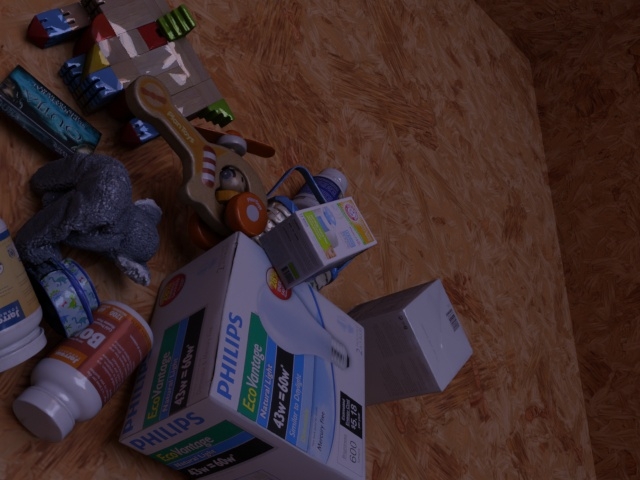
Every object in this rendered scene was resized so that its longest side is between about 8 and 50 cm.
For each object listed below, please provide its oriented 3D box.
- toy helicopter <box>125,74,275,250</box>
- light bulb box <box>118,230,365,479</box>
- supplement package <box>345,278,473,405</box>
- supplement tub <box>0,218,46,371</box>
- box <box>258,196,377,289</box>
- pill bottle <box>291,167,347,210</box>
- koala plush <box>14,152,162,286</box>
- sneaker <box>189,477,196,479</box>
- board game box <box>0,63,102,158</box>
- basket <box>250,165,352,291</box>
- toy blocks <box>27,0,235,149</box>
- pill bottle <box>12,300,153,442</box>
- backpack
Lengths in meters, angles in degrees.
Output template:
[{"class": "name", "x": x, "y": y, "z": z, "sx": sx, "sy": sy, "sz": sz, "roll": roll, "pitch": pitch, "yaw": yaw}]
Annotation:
[{"class": "toy helicopter", "x": -0.218, "y": -0.168, "z": 1.229, "sx": 0.355, "sy": 0.140, "sz": 0.235, "roll": 51, "pitch": 43, "yaw": -26}, {"class": "light bulb box", "x": -0.115, "y": 0.245, "z": 1.183, "sx": 0.361, "sy": 0.225, "sz": 0.358, "roll": 40, "pitch": 34, "yaw": -31}, {"class": "supplement package", "x": 0.172, "y": 0.242, "z": 1.529, "sx": 0.198, "sy": 0.262, "sz": 0.199, "roll": -30, "pitch": 95, "yaw": -52}, {"class": "supplement tub", "x": -0.485, "y": 0.079, "z": 0.925, "sx": 0.144, "sy": 0.144, "sz": 0.200, "roll": -36, "pitch": 114, "yaw": -51}, {"class": "box", "x": 0.000, "y": 0.000, "z": 1.242, "sx": 0.203, "sy": 0.103, "sz": 0.114, "roll": -19, "pitch": 78, "yaw": -55}, {"class": "pill bottle", "x": -0.004, "y": -0.098, "z": 1.614, "sx": 0.112, "sy": 0.112, "sz": 0.187, "roll": 53, "pitch": 41, "yaw": -18}, {"class": "koala plush", "x": -0.359, "y": -0.026, "z": 1.122, "sx": 0.221, "sy": 0.203, "sz": 0.196, "roll": 46, "pitch": 34, "yaw": -47}, {"class": "sneaker", "x": -0.189, "y": 0.495, "z": 1.143, "sx": 0.084, "sy": 0.069, "sz": 0.186, "roll": -31, "pitch": 95, "yaw": -57}, {"class": "board game box", "x": -0.479, "y": -0.216, "z": 1.155, "sx": 0.186, "sy": 0.026, "sz": 0.126, "roll": 42, "pitch": 22, "yaw": -29}, {"class": "basket", "x": -0.058, "y": 0.010, "z": 1.425, "sx": 0.255, "sy": 0.201, "sz": 0.289, "roll": 53, "pitch": 50, "yaw": -16}, {"class": "toy blocks", "x": -0.378, "y": -0.339, "z": 1.276, "sx": 0.261, "sy": 0.190, "sz": 0.381, "roll": -39, "pitch": 103, "yaw": -39}, {"class": "pill bottle", "x": -0.371, "y": 0.204, "z": 1.032, "sx": 0.121, "sy": 0.121, "sz": 0.216, "roll": 53, "pitch": 40, "yaw": -17}, {"class": "backpack", "x": -0.393, "y": 0.086, "z": 1.013, "sx": 0.084, "sy": 0.114, "sz": 0.105, "roll": -29, "pitch": 131, "yaw": -27}]
